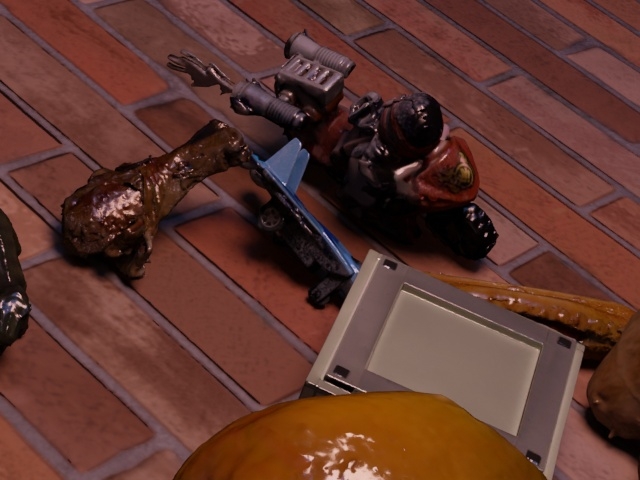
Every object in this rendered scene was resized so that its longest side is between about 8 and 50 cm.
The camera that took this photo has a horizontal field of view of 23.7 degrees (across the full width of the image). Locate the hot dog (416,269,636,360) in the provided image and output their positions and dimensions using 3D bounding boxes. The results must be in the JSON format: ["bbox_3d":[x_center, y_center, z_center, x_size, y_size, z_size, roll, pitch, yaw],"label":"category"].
[{"bbox_3d":[0.195,0.079,1.561,0.289,0.068,0.083,8,15,-12],"label":"hot dog"}]

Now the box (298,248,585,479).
[{"bbox_3d":[0.105,0.144,1.381,0.225,0.117,0.225,23,35,4],"label":"box"}]

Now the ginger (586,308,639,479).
[{"bbox_3d":[0.389,0.168,1.439,0.244,0.155,0.304,-18,54,6],"label":"ginger"}]

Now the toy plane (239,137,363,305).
[{"bbox_3d":[-0.006,0.005,1.544,0.078,0.169,0.246,-29,73,3],"label":"toy plane"}]

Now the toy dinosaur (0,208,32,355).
[{"bbox_3d":[-0.279,-0.004,1.333,0.087,0.179,0.187,-12,52,-41],"label":"toy dinosaur"}]

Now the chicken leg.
[{"bbox_3d":[-0.166,-0.047,1.499,0.196,0.080,0.125,-44,43,-21],"label":"chicken leg"}]

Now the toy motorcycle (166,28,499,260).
[{"bbox_3d":[0.021,-0.126,1.642,0.401,0.207,0.134,33,66,20],"label":"toy motorcycle"}]

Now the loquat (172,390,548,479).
[{"bbox_3d":[0.025,0.228,1.094,0.284,0.276,0.276,-30,56,-26],"label":"loquat"}]
